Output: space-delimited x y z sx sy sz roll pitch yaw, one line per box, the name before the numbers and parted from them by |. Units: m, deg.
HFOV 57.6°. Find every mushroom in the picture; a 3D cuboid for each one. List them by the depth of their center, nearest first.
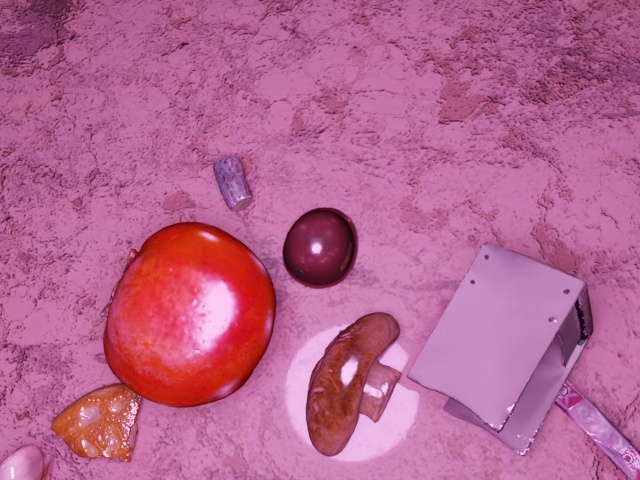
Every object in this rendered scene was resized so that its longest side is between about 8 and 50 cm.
mushroom | 0.054 0.251 1.047 0.156 0.151 0.285 24 79 12

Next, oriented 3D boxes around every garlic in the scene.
garlic | -0.545 0.458 1.069 0.099 0.124 0.174 -11 101 -13

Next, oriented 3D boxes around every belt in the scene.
belt | 0.483 0.323 1.035 0.053 0.071 0.232 -43 73 1

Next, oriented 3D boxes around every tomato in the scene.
tomato | -0.229 0.130 1.044 0.290 0.293 0.324 24 73 -4

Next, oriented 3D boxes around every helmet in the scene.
helmet | 0.000 0.000 1.142 0.155 0.106 0.175 29 76 11

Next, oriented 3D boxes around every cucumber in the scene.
cucumber | -0.182 -0.117 1.208 0.064 0.064 0.111 -19 75 0

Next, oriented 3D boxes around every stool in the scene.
stool | 0.310 0.183 0.969 0.170 0.243 0.269 26 78 36

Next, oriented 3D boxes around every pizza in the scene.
pizza | -0.401 0.353 1.112 0.182 0.062 0.161 -35 68 -9
